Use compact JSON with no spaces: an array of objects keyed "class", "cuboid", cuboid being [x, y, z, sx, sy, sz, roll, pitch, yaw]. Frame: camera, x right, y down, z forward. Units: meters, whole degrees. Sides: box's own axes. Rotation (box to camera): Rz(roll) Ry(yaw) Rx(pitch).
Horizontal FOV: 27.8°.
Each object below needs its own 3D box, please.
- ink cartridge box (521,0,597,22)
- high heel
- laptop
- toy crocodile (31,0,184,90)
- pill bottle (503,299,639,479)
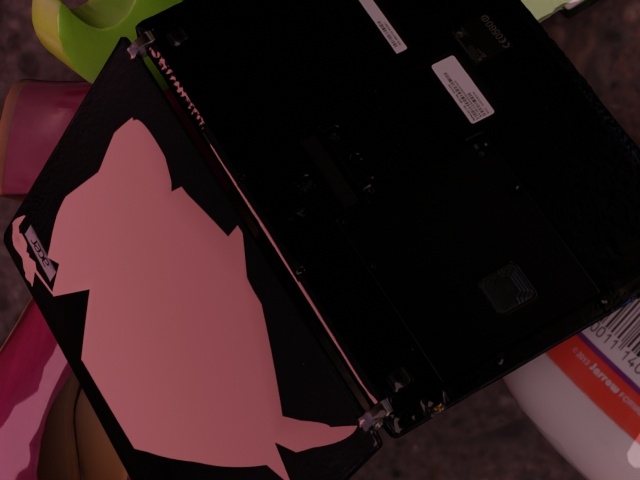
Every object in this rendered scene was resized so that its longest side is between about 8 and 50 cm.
[{"class":"ink cartridge box","cuboid":[0.146,-0.192,0.691,0.209,0.062,0.109,-32,88,12]},{"class":"high heel","cuboid":[-0.101,0.087,0.717,0.181,0.127,0.377,2,91,21]},{"class":"laptop","cuboid":[0.000,0.000,0.625,0.264,0.136,0.234,-28,69,-13]},{"class":"toy crocodile","cuboid":[-0.016,-0.212,0.668,0.340,0.105,0.115,-47,42,12]},{"class":"pill bottle","cuboid":[0.248,-0.004,0.627,0.181,0.181,0.323,41,99,5]}]
